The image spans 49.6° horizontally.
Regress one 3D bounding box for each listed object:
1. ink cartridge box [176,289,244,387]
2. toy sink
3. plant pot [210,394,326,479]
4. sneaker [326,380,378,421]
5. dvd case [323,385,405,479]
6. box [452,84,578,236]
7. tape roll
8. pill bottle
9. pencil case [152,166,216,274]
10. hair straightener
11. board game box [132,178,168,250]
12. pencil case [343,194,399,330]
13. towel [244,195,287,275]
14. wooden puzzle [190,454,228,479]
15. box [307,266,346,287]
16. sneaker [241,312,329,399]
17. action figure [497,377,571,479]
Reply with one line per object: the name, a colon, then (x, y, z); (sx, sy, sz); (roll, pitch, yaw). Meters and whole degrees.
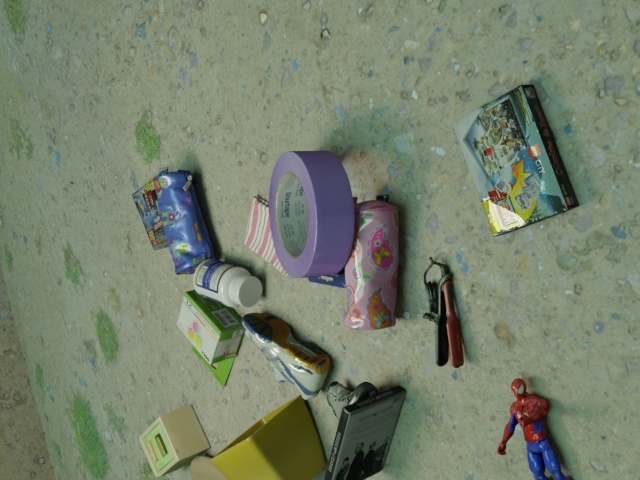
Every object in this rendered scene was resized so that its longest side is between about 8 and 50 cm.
ink cartridge box: (-0.334, 0.292, 2.015); (0.188, 0.097, 0.255); (41, 125, 32)
toy sink: (-0.484, 0.657, 2.224); (0.234, 0.131, 0.153); (-45, 66, 42)
plant pot: (-0.116, 0.559, 1.786); (0.187, 0.212, 0.212); (55, 133, 5)
sneaker: (0.061, 0.368, 1.612); (0.132, 0.086, 0.229); (52, 149, 34)
dvd case: (0.096, 0.449, 1.548); (0.029, 0.179, 0.239); (33, 121, 40)
box: (0.349, -0.141, 1.255); (0.159, 0.044, 0.233); (-25, 81, 46)
tape roll: (-0.026, -0.058, 1.513); (0.274, 0.090, 0.275); (175, 90, -67)
pill bottle: (-0.249, 0.120, 1.878); (0.186, 0.112, 0.112); (14, 109, 43)
pencil case: (-0.386, -0.058, 1.975); (0.133, 0.119, 0.306); (-17, 87, 38)
hair straightener: (0.238, 0.148, 1.431); (0.089, 0.047, 0.231); (-8, 93, 46)
board game box: (-0.492, -0.076, 2.105); (0.194, 0.060, 0.194); (-18, 89, 56)
pencil case: (0.107, 0.050, 1.490); (0.124, 0.124, 0.284); (10, 106, 44)
towel: (-0.128, -0.013, 1.785); (0.197, 0.029, 0.144); (34, 121, 36)
wooden puzzle: (-0.261, 0.841, 2.083); (0.322, 0.080, 0.348); (-2, 93, 46)
box: (0.000, 0.000, 1.652); (0.136, 0.036, 0.226); (7, 105, 45)
sneaker: (-0.108, 0.296, 1.774); (0.296, 0.111, 0.131); (33, 121, 37)
action figure: (0.389, 0.400, 1.275); (0.091, 0.139, 0.281); (-23, 80, 45)
